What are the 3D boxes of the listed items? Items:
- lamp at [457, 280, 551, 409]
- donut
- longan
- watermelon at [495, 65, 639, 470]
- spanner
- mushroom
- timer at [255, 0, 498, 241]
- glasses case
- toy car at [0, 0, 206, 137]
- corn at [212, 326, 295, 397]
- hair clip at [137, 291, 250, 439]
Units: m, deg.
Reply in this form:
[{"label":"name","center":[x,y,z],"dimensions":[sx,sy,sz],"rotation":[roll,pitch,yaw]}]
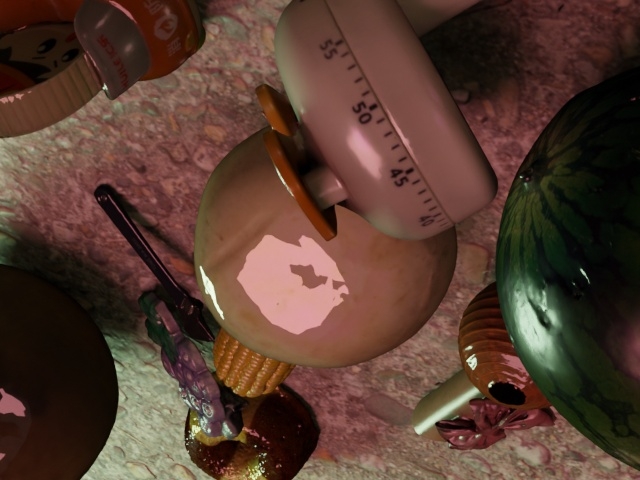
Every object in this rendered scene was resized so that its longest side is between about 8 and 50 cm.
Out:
[{"label":"lamp","center":[0.199,0.098,1.621],"dimensions":[0.136,0.136,0.136],"rotation":[17,142,14]},{"label":"donut","center":[-0.088,0.234,2.006],"dimensions":[0.166,0.073,0.184],"rotation":[31,145,-9]},{"label":"longan","center":[-0.386,0.173,1.927],"dimensions":[0.319,0.319,0.319],"rotation":[17,142,14]},{"label":"watermelon","center":[0.308,0.026,1.299],"dimensions":[0.363,0.363,0.363],"rotation":[17,142,14]},{"label":"spanner","center":[-0.179,0.027,1.820],"dimensions":[0.208,0.012,0.046],"rotation":[53,139,-8]},{"label":"mushroom","center":[0.000,0.000,1.586],"dimensions":[0.246,0.202,0.246],"rotation":[-1,104,-5]},{"label":"timer","center":[0.074,-0.126,1.376],"dimensions":[0.240,0.233,0.233],"rotation":[-30,123,6]},{"label":"glasses case","center":[0.181,0.186,1.785],"dimensions":[0.102,0.070,0.193],"rotation":[33,143,-10]},{"label":"toy car","center":[-0.231,-0.174,1.488],"dimensions":[0.235,0.235,0.145],"rotation":[3,137,29]},{"label":"corn","center":[-0.048,0.082,1.781],"dimensions":[0.093,0.093,0.244],"rotation":[28,143,-1]},{"label":"hair clip","center":[-0.143,0.136,1.902],"dimensions":[0.195,0.052,0.124],"rotation":[56,154,3]}]
